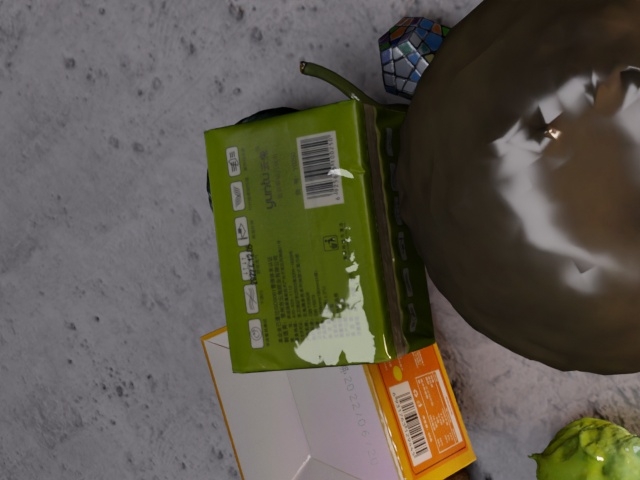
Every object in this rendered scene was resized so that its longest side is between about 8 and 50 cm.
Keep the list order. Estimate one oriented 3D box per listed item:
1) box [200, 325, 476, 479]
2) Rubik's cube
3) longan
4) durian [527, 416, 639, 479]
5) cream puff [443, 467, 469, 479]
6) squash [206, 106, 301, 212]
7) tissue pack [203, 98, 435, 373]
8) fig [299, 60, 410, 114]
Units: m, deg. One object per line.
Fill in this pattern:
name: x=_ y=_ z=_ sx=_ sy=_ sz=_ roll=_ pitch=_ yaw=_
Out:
box: x=0.026 y=0.214 z=1.199 sx=0.259 sy=0.213 sz=0.284 roll=-24 pitch=78 yaw=34
Rubik's cube: x=0.120 y=-0.221 z=1.068 sx=0.111 sy=0.093 sz=0.111 roll=14 pitch=117 yaw=28
longan: x=0.280 y=-0.076 z=0.859 sx=0.404 sy=0.404 sz=0.436 roll=46 pitch=130 yaw=5
durian: x=0.426 y=0.370 z=1.101 sx=0.339 sy=0.204 sz=0.256 roll=13 pitch=96 yaw=34
cream puff: x=0.136 y=0.452 z=1.324 sx=0.241 sy=0.154 sz=0.269 roll=-18 pitch=80 yaw=35
squash: x=-0.052 y=-0.077 z=1.187 sx=0.218 sy=0.172 sz=0.218 roll=-4 pitch=81 yaw=29
tissue pack: x=0.000 y=0.000 z=0.987 sx=0.200 sy=0.167 sz=0.275 roll=-8 pitch=88 yaw=26
fig: x=0.068 y=-0.140 z=1.102 sx=0.245 sy=0.149 sz=0.149 roll=50 pitch=127 yaw=0
